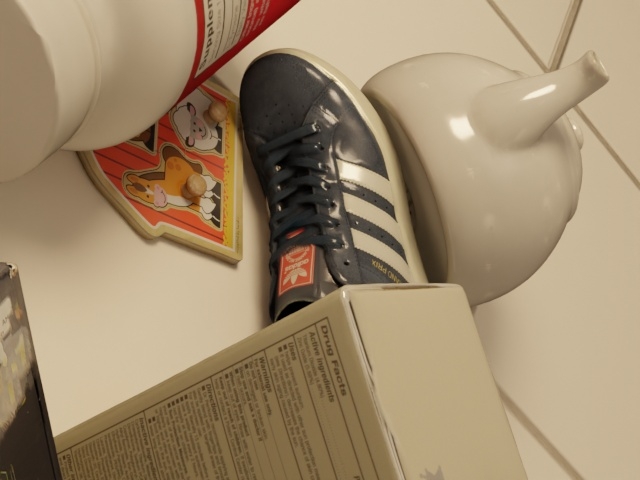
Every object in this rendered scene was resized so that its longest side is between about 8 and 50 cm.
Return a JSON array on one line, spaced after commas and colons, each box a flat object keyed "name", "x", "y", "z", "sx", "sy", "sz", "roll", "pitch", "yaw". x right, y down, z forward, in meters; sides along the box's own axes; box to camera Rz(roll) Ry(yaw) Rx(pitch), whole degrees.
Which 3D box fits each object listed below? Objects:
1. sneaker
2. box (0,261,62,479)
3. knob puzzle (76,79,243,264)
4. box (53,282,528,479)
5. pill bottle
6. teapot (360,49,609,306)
[{"name": "sneaker", "x": 0.000, "y": 0.000, "z": 1.159, "sx": 0.148, "sy": 0.131, "sz": 0.350, "roll": -17, "pitch": 82, "yaw": -56}, {"name": "box", "x": -0.225, "y": 0.232, "z": 0.544, "sx": 0.395, "sy": 0.097, "sz": 0.318, "roll": -54, "pitch": 142, "yaw": -57}, {"name": "knob puzzle", "x": -0.135, "y": -0.089, "z": 1.142, "sx": 0.213, "sy": 0.030, "sz": 0.213, "roll": 26, "pitch": 51, "yaw": -37}, {"name": "box", "x": -0.034, "y": 0.148, "z": 0.889, "sx": 0.121, "sy": 0.311, "sz": 0.148, "roll": 0, "pitch": 69, "yaw": -48}, {"name": "pill bottle", "x": -0.157, "y": -0.210, "z": 1.023, "sx": 0.229, "sy": 0.229, "sz": 0.408, "roll": 54, "pitch": 38, "yaw": -11}, {"name": "teapot", "x": 0.155, "y": -0.067, "z": 1.260, "sx": 0.187, "sy": 0.256, "sz": 0.253, "roll": -20, "pitch": 118, "yaw": -14}]
